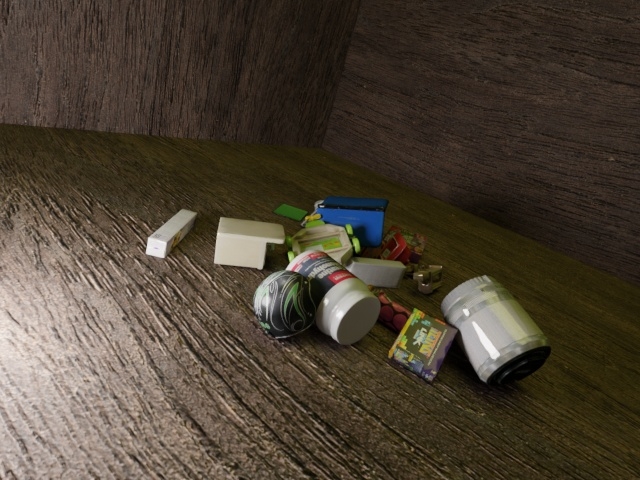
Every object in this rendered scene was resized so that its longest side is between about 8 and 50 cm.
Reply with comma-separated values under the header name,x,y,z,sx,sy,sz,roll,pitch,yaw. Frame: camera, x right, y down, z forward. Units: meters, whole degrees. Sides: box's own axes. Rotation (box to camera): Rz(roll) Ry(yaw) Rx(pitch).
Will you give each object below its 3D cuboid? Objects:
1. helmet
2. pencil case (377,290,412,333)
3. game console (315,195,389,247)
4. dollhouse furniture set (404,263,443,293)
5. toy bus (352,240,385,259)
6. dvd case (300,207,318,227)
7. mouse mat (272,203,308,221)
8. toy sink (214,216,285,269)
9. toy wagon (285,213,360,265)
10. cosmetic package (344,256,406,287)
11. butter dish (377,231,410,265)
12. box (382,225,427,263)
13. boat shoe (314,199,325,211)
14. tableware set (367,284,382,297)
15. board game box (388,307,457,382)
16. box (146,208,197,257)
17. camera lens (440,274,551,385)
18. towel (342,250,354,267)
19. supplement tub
name,x,y,z,sx,sy,sz,roll,pitch,yaw
helmet,-0.102,0.167,1.120,0.170,0.161,0.169,-14,15,4
pencil case,0.265,0.251,1.316,0.209,0.098,0.095,29,25,27
game console,0.141,-0.090,1.787,0.294,0.249,0.173,4,-9,15
dollhouse furniture set,0.392,0.164,1.676,0.161,0.101,0.182,2,9,40
toy bus,0.152,-0.039,1.889,0.130,0.108,0.332,26,12,-35
dvd case,0.022,-0.099,1.906,0.221,0.164,0.018,28,-23,51
mouse mat,-0.153,-0.147,2.108,0.153,0.007,0.189,19,21,6
toy sink,-0.257,0.014,1.475,0.235,0.131,0.152,6,24,-13
toy wagon,0.000,0.000,1.603,0.268,0.068,0.344,-11,30,-4
cosmetic package,0.209,0.125,1.584,0.239,0.098,0.060,7,21,-23
butter dish,0.341,0.069,1.787,0.118,0.159,0.160,35,16,-17
box,0.425,0.014,2.060,0.201,0.057,0.293,22,22,13
boat shoe,0.117,-0.135,2.161,0.321,0.102,0.118,11,-17,-23
tableware set,0.162,0.184,1.455,0.104,0.024,0.154,3,10,18
board game box,0.298,0.299,1.180,0.141,0.048,0.170,24,55,23
box,-0.533,-0.033,1.479,0.067,0.063,0.324,16,22,-5
camera lens,0.516,0.271,1.213,0.220,0.219,0.274,3,42,-30
towel,0.035,0.055,1.717,0.210,0.034,0.285,19,21,4
supplement tub,0.028,0.165,1.228,0.191,0.191,0.272,-4,29,-41
